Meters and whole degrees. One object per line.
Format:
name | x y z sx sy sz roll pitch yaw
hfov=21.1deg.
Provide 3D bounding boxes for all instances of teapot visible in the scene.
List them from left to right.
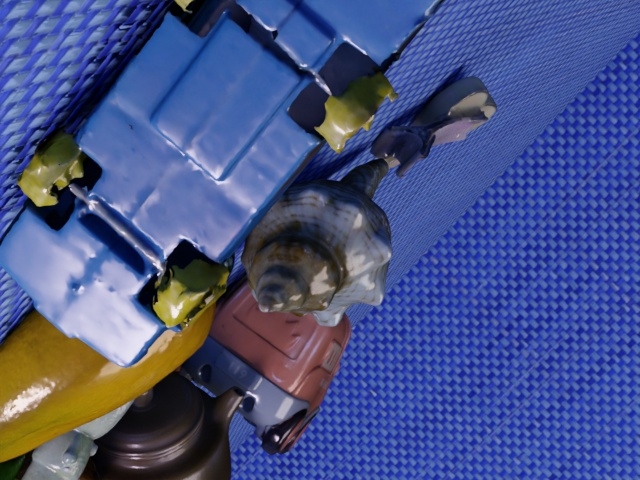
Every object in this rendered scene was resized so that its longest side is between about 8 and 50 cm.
teapot | -0.216 0.234 2.042 0.268 0.185 0.175 -15 129 -11

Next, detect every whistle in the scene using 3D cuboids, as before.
whistle | -0.246 0.183 1.739 0.258 0.067 0.126 -62 -163 -13

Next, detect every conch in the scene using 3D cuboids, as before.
conch | 0.004 0.013 1.973 0.203 0.169 0.386 -19 -179 24

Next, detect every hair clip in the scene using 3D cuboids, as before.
hair clip | 0.146 -0.139 2.212 0.218 0.071 0.159 -27 168 -46

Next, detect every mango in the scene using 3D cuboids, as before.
mango | -0.211 0.100 1.529 0.317 0.119 0.176 -36 176 7

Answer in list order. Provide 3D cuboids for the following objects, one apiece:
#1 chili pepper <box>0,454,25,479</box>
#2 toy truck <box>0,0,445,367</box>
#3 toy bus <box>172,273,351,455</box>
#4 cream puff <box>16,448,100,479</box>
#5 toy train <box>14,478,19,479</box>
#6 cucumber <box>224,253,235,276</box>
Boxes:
chili pepper | -0.359 0.241 1.626 0.257 0.100 0.074 -18 114 -67
toy truck | -0.058 -0.086 1.141 0.385 0.161 0.162 -50 180 30
toy bus | -0.065 0.134 2.226 0.232 0.194 0.287 -56 172 -2
cream puff | -0.304 0.272 1.940 0.094 0.116 0.122 -40 147 11
toy train | -0.435 0.417 1.856 0.272 0.179 0.442 -47 177 -46
cucumber | -0.116 0.031 1.892 0.039 0.039 0.168 -41 174 -21
